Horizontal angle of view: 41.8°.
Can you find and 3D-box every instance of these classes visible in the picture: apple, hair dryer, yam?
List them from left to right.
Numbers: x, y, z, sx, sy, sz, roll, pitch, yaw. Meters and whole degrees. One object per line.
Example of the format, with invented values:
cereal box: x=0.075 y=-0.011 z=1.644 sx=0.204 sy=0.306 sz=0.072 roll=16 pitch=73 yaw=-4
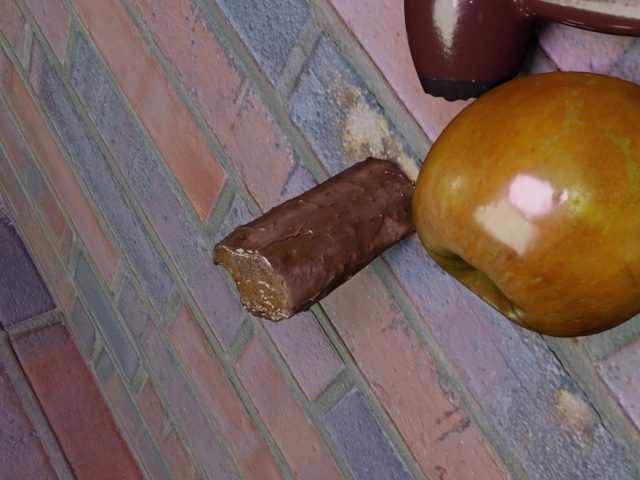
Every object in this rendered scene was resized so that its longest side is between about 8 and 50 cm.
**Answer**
yam: x=-0.001 y=-0.002 z=1.002 sx=0.128 sy=0.238 sz=0.129 roll=43 pitch=146 yaw=24
apple: x=0.201 y=-0.035 z=0.708 sx=0.237 sy=0.207 sz=0.237 roll=39 pitch=171 yaw=7
hair dryer: x=0.226 y=-0.249 z=0.685 sx=0.340 sy=0.123 sz=0.312 roll=21 pitch=113 yaw=36
